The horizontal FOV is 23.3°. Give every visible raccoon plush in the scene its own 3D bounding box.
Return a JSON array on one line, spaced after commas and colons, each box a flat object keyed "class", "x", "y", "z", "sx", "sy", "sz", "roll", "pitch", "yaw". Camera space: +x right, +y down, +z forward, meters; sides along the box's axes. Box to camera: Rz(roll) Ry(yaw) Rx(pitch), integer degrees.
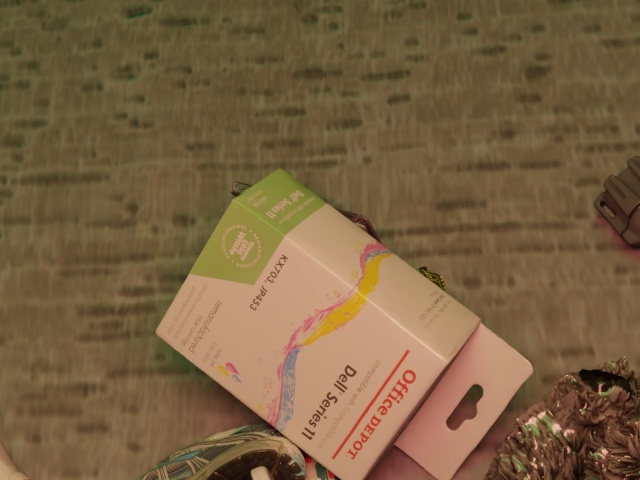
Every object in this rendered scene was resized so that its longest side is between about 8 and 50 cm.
[{"class": "raccoon plush", "x": 0.293, "y": 0.340, "z": 1.564, "sx": 0.446, "sy": 0.216, "sz": 0.299, "roll": -49, "pitch": 57, "yaw": 12}]

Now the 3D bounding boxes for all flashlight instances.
[{"class": "flashlight", "x": 0.450, "y": 0.020, "z": 1.785, "sx": 0.103, "sy": 0.103, "sz": 0.304, "roll": -12, "pitch": 49, "yaw": -30}]

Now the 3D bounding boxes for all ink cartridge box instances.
[{"class": "ink cartridge box", "x": 0.025, "y": 0.115, "z": 1.664, "sx": 0.353, "sy": 0.207, "sz": 0.119, "roll": 37, "pitch": 29, "yaw": 9}]

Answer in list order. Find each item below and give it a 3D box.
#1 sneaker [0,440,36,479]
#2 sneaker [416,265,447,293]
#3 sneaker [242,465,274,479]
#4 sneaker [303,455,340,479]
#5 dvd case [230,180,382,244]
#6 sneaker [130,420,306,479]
[{"class": "sneaker", "x": -0.278, "y": 0.316, "z": 1.657, "sx": 0.152, "sy": 0.114, "sz": 0.305, "roll": -34, "pitch": 75, "yaw": -1}, {"class": "sneaker", "x": 0.138, "y": 0.058, "z": 1.853, "sx": 0.035, "sy": 0.031, "sz": 0.083, "roll": -42, "pitch": 59, "yaw": -18}, {"class": "sneaker", "x": -0.074, "y": 0.353, "z": 1.611, "sx": 0.121, "sy": 0.079, "sz": 0.217, "roll": -18, "pitch": 89, "yaw": 1}, {"class": "sneaker", "x": -0.005, "y": 0.308, "z": 1.704, "sx": 0.075, "sy": 0.057, "sz": 0.161, "roll": -18, "pitch": 55, "yaw": 18}, {"class": "dvd case", "x": 0.000, "y": 0.000, "z": 1.803, "sx": 0.164, "sy": 0.221, "sz": 0.018, "roll": 16, "pitch": 73, "yaw": 20}, {"class": "sneaker", "x": -0.142, "y": 0.282, "z": 1.726, "sx": 0.283, "sy": 0.110, "sz": 0.122, "roll": -21, "pitch": 19, "yaw": 11}]
